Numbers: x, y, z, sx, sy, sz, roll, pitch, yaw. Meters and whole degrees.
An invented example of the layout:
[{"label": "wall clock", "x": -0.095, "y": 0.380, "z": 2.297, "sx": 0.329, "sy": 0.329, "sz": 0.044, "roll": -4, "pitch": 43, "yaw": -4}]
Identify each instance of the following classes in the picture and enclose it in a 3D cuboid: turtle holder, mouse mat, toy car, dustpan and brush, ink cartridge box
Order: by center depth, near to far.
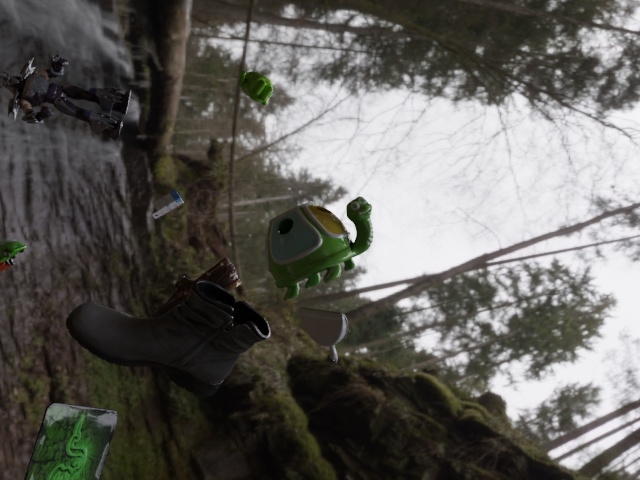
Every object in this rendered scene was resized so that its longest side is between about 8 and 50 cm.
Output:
[{"label": "mouse mat", "x": -0.430, "y": 0.379, "z": 1.144, "sx": 0.007, "sy": 0.153, "sz": 0.189, "roll": 6, "pitch": -104, "yaw": 36}, {"label": "ink cartridge box", "x": -0.392, "y": -0.091, "z": 1.686, "sx": 0.028, "sy": 0.083, "sz": 0.048, "roll": 57, "pitch": -8, "yaw": 10}, {"label": "toy car", "x": -0.894, "y": 0.049, "z": 1.823, "sx": 0.225, "sy": 0.239, "sz": 0.053, "roll": -28, "pitch": -87, "yaw": 25}, {"label": "turtle holder", "x": -0.016, "y": 0.007, "z": 1.877, "sx": 0.320, "sy": 0.243, "sz": 0.227, "roll": -26, "pitch": -92, "yaw": 43}, {"label": "dustpan and brush", "x": 0.022, "y": 0.283, "z": 1.965, "sx": 0.147, "sy": 0.060, "sz": 0.211, "roll": 5, "pitch": -65, "yaw": 27}]

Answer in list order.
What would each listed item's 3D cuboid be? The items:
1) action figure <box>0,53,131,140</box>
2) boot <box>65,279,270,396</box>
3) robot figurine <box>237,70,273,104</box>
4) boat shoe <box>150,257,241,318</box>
[{"label": "action figure", "x": -0.588, "y": -0.330, "z": 1.523, "sx": 0.099, "sy": 0.285, "sz": 0.185, "roll": 146, "pitch": -44, "yaw": -66}, {"label": "boot", "x": -0.283, "y": 0.149, "z": 1.267, "sx": 0.222, "sy": 0.338, "sz": 0.118, "roll": -51, "pitch": -153, "yaw": 28}, {"label": "robot figurine", "x": -0.165, "y": -0.398, "z": 1.722, "sx": 0.067, "sy": 0.101, "sz": 0.115, "roll": -54, "pitch": -143, "yaw": 7}, {"label": "boat shoe", "x": -0.275, "y": 0.107, "z": 1.434, "sx": 0.073, "sy": 0.207, "sz": 0.073, "roll": 63, "pitch": -5, "yaw": -9}]
